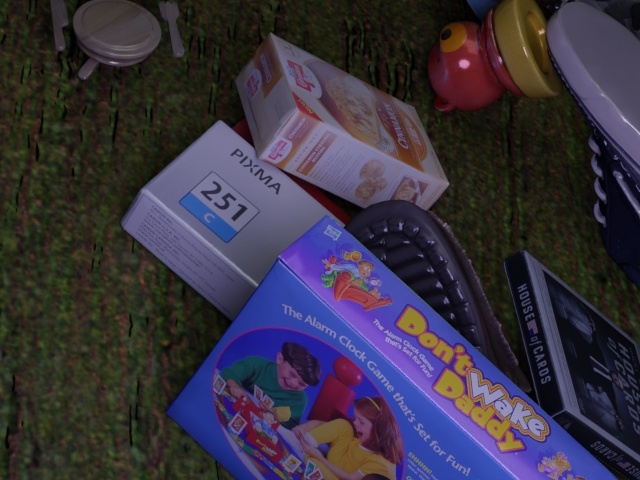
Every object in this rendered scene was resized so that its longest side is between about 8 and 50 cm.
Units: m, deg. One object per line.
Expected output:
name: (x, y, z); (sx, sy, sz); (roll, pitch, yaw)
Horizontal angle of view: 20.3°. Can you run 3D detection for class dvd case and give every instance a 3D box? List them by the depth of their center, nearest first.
dvd case: (0.260, 0.132, 1.694); (0.238, 0.029, 0.179); (35, 35, -45)

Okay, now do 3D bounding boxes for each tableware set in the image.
tableware set: (-0.211, -0.237, 1.779); (0.128, 0.039, 0.194); (2, 47, -17)

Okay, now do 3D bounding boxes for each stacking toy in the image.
stacking toy: (0.153, -0.307, 1.959); (0.279, 0.130, 0.309); (55, 28, -30)

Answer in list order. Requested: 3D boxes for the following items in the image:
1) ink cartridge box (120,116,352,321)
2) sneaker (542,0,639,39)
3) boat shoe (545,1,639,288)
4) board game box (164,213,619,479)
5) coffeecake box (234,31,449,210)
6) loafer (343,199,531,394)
ink cartridge box: (0.000, 0.000, 1.690); (0.296, 0.066, 0.261); (40, 44, 3)
sneaker: (0.356, -0.269, 2.146); (0.122, 0.110, 0.283); (23, 32, -52)
boat shoe: (0.323, -0.080, 1.894); (0.127, 0.158, 0.340); (-25, 74, -43)
board game box: (0.063, 0.178, 1.454); (0.347, 0.233, 0.078); (43, 44, 6)
coffeecake box: (0.019, -0.106, 1.744); (0.185, 0.068, 0.142); (24, 28, -29)
loafer: (0.110, 0.129, 1.549); (0.130, 0.133, 0.366); (-51, 125, -63)
